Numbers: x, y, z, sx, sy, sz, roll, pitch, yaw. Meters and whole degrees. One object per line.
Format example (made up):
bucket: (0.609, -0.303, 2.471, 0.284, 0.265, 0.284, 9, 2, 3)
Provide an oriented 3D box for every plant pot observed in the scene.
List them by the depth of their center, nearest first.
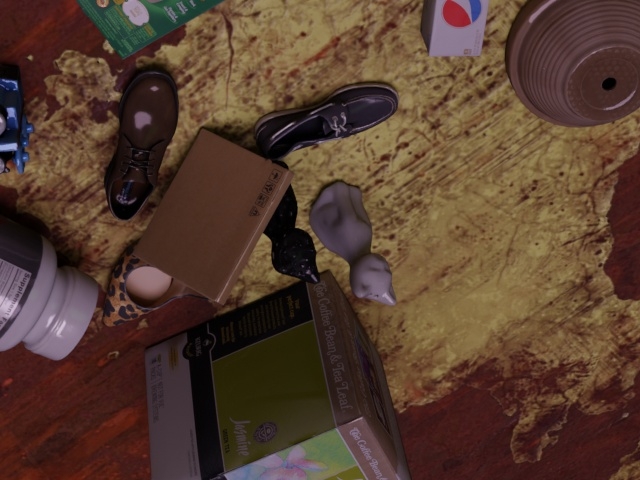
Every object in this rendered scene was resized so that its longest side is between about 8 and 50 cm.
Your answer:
plant pot: (0.375, -0.238, 2.043, 0.237, 0.110, 0.237, -5, 128, -7)

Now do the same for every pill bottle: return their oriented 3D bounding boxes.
pill bottle: (-0.472, 0.045, 2.072, 0.318, 0.176, 0.176, 29, 117, -27)

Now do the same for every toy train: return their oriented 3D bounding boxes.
toy train: (-0.414, -0.151, 1.934, 0.080, 0.184, 0.105, -6, 117, -4)

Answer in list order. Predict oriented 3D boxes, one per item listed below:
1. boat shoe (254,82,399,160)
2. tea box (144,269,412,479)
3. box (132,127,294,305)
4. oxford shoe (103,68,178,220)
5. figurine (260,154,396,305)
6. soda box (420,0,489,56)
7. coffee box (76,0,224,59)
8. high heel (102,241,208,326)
boat shoe: (0.012, -0.155, 2.071, 0.206, 0.065, 0.075, -16, 128, 2)
tea box: (-0.065, 0.271, 2.214, 0.323, 0.329, 0.220, -24, 126, 9)
box: (-0.146, -0.035, 2.036, 0.201, 0.164, 0.021, -61, 148, -2)
oxford shoe: (-0.237, -0.123, 2.037, 0.082, 0.096, 0.227, 8, 123, -13)
figurine: (0.000, 0.000, 2.081, 0.214, 0.209, 0.092, 18, 120, -31)
soda box: (0.180, -0.345, 1.954, 0.073, 0.069, 0.216, -1, 127, -8)
coffee box: (-0.207, -0.320, 1.925, 0.184, 0.040, 0.113, -29, 126, 13)
high heel: (-0.225, 0.077, 2.129, 0.093, 0.186, 0.261, 33, 115, -29)
